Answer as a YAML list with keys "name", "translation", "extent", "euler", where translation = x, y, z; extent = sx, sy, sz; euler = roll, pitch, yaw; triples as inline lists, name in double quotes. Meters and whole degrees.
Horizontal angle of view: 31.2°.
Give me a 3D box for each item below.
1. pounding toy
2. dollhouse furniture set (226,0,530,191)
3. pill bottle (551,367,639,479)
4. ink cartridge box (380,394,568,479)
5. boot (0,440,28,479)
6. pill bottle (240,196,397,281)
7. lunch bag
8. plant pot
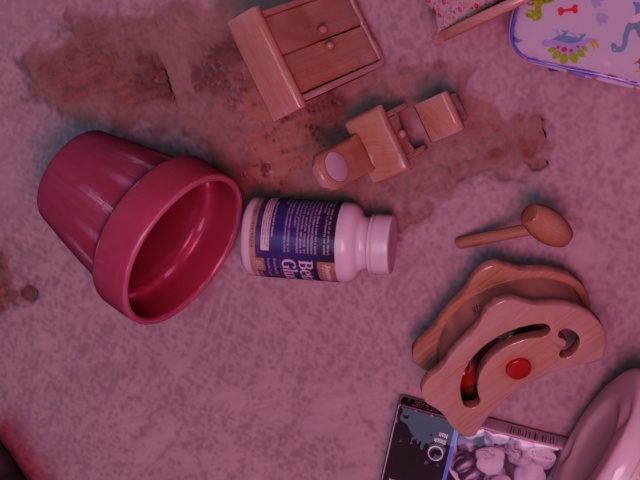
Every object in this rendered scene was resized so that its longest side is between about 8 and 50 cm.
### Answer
- name: "pounding toy"
  translation: [0.219, 0.082, 1.303]
  extent: [0.154, 0.155, 0.269]
  euler: [25, 119, -22]
- name: "dollhouse furniture set"
  translation: [0.102, -0.235, 1.141]
  extent: [0.355, 0.174, 0.303]
  euler: [-21, 98, 42]
- name: "pill bottle"
  translation: [0.442, 0.305, 1.216]
  extent: [0.361, 0.204, 0.204]
  euler: [29, 107, 1]
- name: "ink cartridge box"
  translation: [0.172, 0.309, 1.375]
  extent: [0.206, 0.045, 0.208]
  euler: [13, 105, 10]
- name: "boot"
  translation: [-0.320, 0.427, 1.481]
  extent: [0.367, 0.146, 0.445]
  euler: [-34, 88, 16]
- name: "pill bottle"
  translation: [0.000, 0.000, 1.325]
  extent: [0.169, 0.094, 0.094]
  euler: [3, 102, 13]
- name: "lunch bag"
  translation: [0.310, -0.249, 1.183]
  extent: [0.219, 0.090, 0.176]
  euler: [15, 125, 11]
- name: "plant pot"
  translation: [-0.221, -0.031, 1.332]
  extent: [0.180, 0.201, 0.201]
  euler: [32, 108, 21]
